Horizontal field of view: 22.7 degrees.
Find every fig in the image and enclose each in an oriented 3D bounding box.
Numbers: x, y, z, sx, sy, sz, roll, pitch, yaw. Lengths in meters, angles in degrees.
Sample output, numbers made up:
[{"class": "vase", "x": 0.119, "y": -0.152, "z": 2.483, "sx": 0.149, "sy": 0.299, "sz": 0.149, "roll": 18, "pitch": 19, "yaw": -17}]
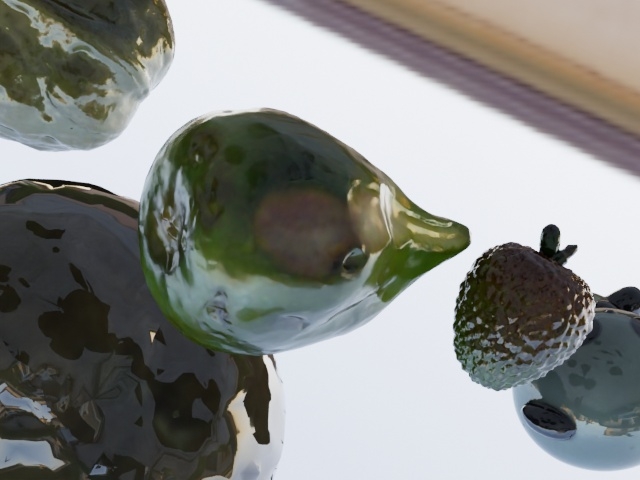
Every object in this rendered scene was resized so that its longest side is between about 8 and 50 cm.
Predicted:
[{"class": "fig", "x": 0.000, "y": 0.000, "z": 1.270, "sx": 0.275, "sy": 0.206, "sz": 0.206, "roll": 5, "pitch": -152, "yaw": -33}]

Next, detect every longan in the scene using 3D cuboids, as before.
[{"class": "longan", "x": -0.247, "y": 0.149, "z": 1.523, "sx": 0.436, "sy": 0.404, "sz": 0.404, "roll": 46, "pitch": -146, "yaw": -13}]

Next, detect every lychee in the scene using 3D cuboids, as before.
[{"class": "lychee", "x": 0.167, "y": 0.056, "z": 1.317, "sx": 0.114, "sy": 0.114, "sz": 0.146, "roll": 28, "pitch": -100, "yaw": 33}]

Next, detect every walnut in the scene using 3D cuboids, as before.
[{"class": "walnut", "x": -0.340, "y": -0.255, "z": 2.090, "sx": 0.277, "sy": 0.282, "sz": 0.253, "roll": 30, "pitch": -165, "yaw": -5}]

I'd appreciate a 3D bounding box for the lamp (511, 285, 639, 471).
[{"class": "lamp", "x": 0.304, "y": 0.144, "z": 1.758, "sx": 0.197, "sy": 0.198, "sz": 0.244, "roll": -1, "pitch": -147, "yaw": -4}]
